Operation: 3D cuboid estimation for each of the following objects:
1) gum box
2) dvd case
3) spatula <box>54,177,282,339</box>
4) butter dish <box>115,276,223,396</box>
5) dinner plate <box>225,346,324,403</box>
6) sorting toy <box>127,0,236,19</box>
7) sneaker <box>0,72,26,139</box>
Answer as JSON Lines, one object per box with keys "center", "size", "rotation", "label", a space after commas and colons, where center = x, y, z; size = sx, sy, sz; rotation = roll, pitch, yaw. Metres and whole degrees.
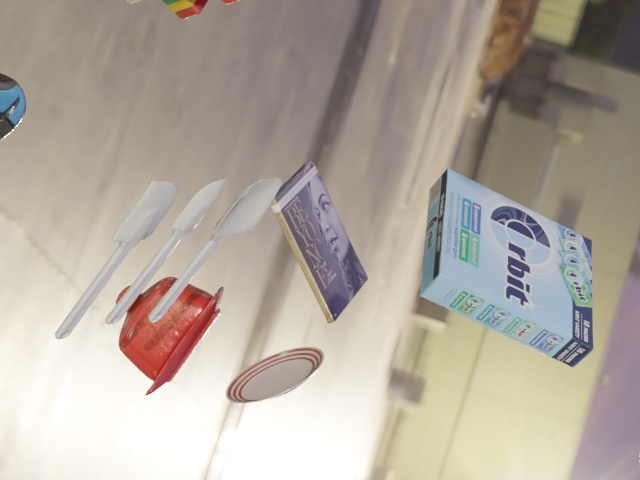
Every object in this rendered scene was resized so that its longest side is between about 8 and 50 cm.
{"center": [0.194, 0.027, 1.563], "size": [0.041, 0.184, 0.157], "rotation": [-51, -159, 41], "label": "gum box"}
{"center": [0.000, 0.000, 2.416], "size": [0.221, 0.018, 0.164], "rotation": [64, 29, -13], "label": "dvd case"}
{"center": [-0.153, 0.019, 1.493], "size": [0.168, 0.019, 0.242], "rotation": [-9, 147, -46], "label": "spatula"}
{"center": [-0.204, 0.101, 1.913], "size": [0.160, 0.118, 0.160], "rotation": [-54, -178, -1], "label": "butter dish"}
{"center": [-0.058, 0.182, 2.011], "size": [0.141, 0.141, 0.017], "rotation": [-59, 130, -64], "label": "dinner plate"}
{"center": [-0.112, -0.418, 2.036], "size": [0.257, 0.089, 0.255], "rotation": [-7, -133, 50], "label": "sorting toy"}
{"center": [-0.539, -0.194, 2.040], "size": [0.125, 0.341, 0.139], "rotation": [57, 35, -46], "label": "sneaker"}
